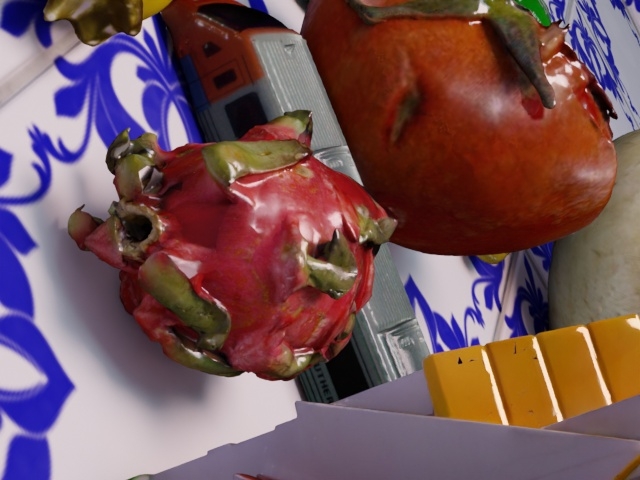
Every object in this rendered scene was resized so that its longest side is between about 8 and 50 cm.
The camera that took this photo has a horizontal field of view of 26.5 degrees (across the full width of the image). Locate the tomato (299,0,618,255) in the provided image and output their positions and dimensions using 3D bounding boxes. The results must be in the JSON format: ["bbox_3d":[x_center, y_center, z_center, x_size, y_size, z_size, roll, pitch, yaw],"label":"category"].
[{"bbox_3d":[0.076,-0.083,1.088,0.170,0.309,0.309,-41,112,-21],"label":"tomato"}]

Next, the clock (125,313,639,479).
[{"bbox_3d":[0.083,0.157,0.730,0.235,0.309,0.166,19,51,-59],"label":"clock"}]

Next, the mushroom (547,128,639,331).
[{"bbox_3d":[0.382,0.042,1.482,0.352,0.260,0.352,14,90,-74],"label":"mushroom"}]

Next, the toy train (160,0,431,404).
[{"bbox_3d":[0.000,0.000,0.979,0.086,0.089,0.409,-13,81,-61],"label":"toy train"}]

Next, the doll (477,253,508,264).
[{"bbox_3d":[0.180,-0.048,1.430,0.137,0.097,0.209,36,42,5],"label":"doll"}]

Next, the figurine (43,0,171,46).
[{"bbox_3d":[-0.121,-0.210,0.888,0.185,0.127,0.234,45,20,-55],"label":"figurine"}]

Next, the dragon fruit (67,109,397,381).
[{"bbox_3d":[-0.050,-0.002,0.798,0.172,0.160,0.166,14,75,-59],"label":"dragon fruit"}]

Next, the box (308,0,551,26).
[{"bbox_3d":[0.095,-0.235,1.280,0.250,0.180,0.103,47,26,-36],"label":"box"}]
